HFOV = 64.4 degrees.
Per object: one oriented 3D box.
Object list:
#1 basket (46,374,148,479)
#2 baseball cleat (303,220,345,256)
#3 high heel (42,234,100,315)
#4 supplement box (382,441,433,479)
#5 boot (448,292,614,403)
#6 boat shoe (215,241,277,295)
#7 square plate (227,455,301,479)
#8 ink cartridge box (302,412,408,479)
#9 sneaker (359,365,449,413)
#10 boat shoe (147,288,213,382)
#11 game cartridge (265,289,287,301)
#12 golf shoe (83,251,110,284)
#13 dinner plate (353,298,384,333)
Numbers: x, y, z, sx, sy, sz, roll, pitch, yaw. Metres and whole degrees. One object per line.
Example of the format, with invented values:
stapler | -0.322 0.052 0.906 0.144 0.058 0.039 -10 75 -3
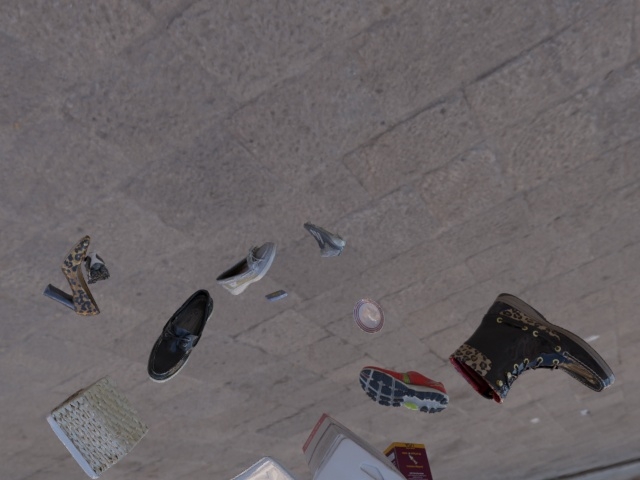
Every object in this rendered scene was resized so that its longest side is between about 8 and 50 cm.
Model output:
basket | -0.454 0.379 1.051 0.103 0.167 0.113 -34 -177 12
baseball cleat | 0.000 0.000 1.988 0.072 0.205 0.110 17 96 -54
high heel | -0.769 0.121 1.682 0.186 0.093 0.261 32 102 -17
supplement box | 0.179 0.527 1.040 0.080 0.188 0.104 11 133 -19
boot | 0.580 0.349 1.429 0.284 0.377 0.138 -38 150 -21
boat shoe | -0.289 0.104 2.014 0.103 0.118 0.320 33 128 -26
square plate | -0.131 0.822 1.586 0.347 0.049 0.344 43 123 -8
ink cartridge box | 0.041 0.287 0.647 0.063 0.109 0.150 -54 180 -11
sneaker | 0.251 0.444 1.554 0.278 0.118 0.108 18 111 2
boat shoe | -0.449 0.295 1.652 0.127 0.340 0.113 29 139 6
game cartridge | -0.179 0.224 2.064 0.083 0.056 0.017 -19 113 -23
golf shoe | -0.792 0.095 1.791 0.077 0.094 0.198 -20 173 -33
dinner plate | 0.191 0.294 1.990 0.141 0.141 0.017 -44 164 35
